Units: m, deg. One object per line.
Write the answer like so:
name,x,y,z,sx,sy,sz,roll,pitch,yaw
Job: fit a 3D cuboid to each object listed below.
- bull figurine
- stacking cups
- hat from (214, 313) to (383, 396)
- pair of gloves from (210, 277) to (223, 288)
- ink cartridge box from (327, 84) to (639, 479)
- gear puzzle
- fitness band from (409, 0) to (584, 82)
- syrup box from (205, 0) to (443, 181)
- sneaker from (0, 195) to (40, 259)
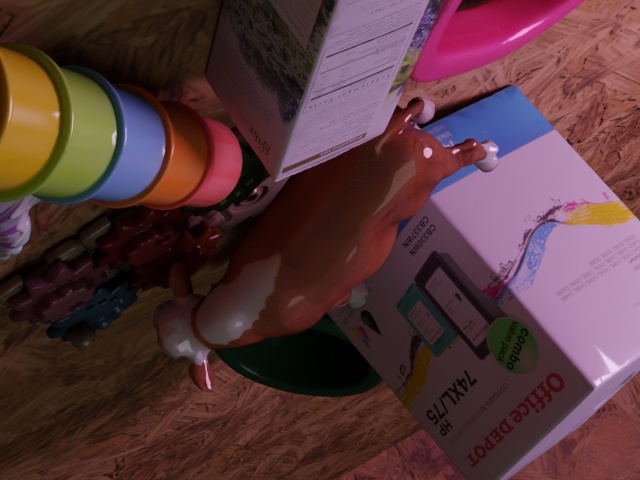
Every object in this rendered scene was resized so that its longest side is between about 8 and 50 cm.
bull figurine,0.000,0.000,1.190,0.310,0.101,0.188,-43,166,32
stacking cups,-0.146,-0.057,0.930,0.096,0.096,0.316,-37,164,14
hat,0.006,0.046,1.571,0.209,0.183,0.173,11,149,1
pair of gloves,-0.019,-0.006,1.374,0.159,0.023,0.198,-41,166,20
ink cartridge box,0.160,0.042,1.359,0.197,0.270,0.198,-27,161,-42
gear puzzle,-0.085,-0.016,1.209,0.339,0.044,0.175,-33,163,2
fitness band,0.150,-0.196,1.060,0.209,0.054,0.291,-45,168,30
syrup box,0.005,-0.143,0.940,0.096,0.093,0.237,-26,161,-22
sneaker,-0.221,-0.020,0.989,0.069,0.038,0.098,-14,145,-42
